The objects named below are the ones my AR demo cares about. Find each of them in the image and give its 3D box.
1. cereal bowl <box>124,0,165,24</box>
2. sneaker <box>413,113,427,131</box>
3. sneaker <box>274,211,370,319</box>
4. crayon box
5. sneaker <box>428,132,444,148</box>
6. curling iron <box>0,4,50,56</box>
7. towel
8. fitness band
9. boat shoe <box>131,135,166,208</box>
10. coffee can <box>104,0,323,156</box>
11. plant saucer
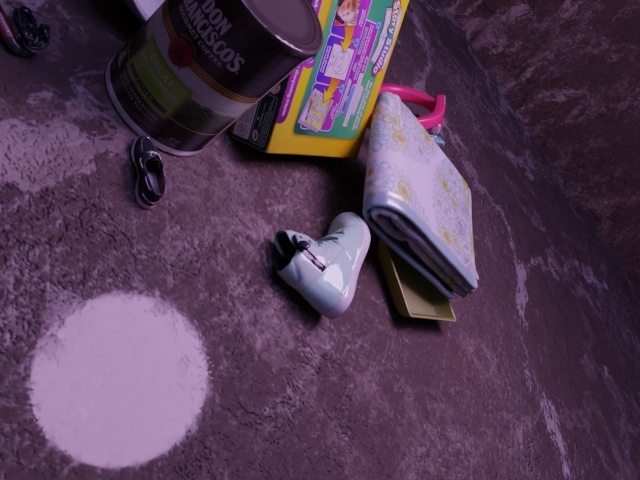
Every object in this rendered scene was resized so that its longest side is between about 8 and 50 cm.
[{"bbox_3d":[-0.207,-0.500,1.078,0.339,0.339,0.141,13,18,-48],"label":"cereal bowl"},{"bbox_3d":[0.248,-0.202,1.637,0.108,0.100,0.271,29,47,-52],"label":"sneaker"},{"bbox_3d":[0.000,0.000,1.111,0.151,0.094,0.256,41,34,-20],"label":"sneaker"},{"bbox_3d":[0.010,-0.343,1.192,0.106,0.363,0.313,27,19,28],"label":"crayon box"},{"bbox_3d":[0.219,-0.228,1.565,0.065,0.166,0.076,-64,156,-67],"label":"sneaker"},{"bbox_3d":[-0.458,-0.363,0.857,0.274,0.035,0.068,55,28,-5],"label":"curling iron"},{"bbox_3d":[0.215,-0.087,1.359,0.374,0.090,0.320,42,39,-37],"label":"towel"},{"bbox_3d":[0.205,-0.329,1.600,0.291,0.209,0.054,-67,163,-58],"label":"fitness band"},{"bbox_3d":[-0.245,-0.105,0.919,0.046,0.038,0.125,25,44,-41],"label":"boat shoe"},{"bbox_3d":[-0.161,-0.283,0.962,0.201,0.275,0.201,34,39,-32],"label":"coffee can"},{"bbox_3d":[0.192,0.088,1.341,0.188,0.045,0.188,14,52,-49],"label":"plant saucer"}]
